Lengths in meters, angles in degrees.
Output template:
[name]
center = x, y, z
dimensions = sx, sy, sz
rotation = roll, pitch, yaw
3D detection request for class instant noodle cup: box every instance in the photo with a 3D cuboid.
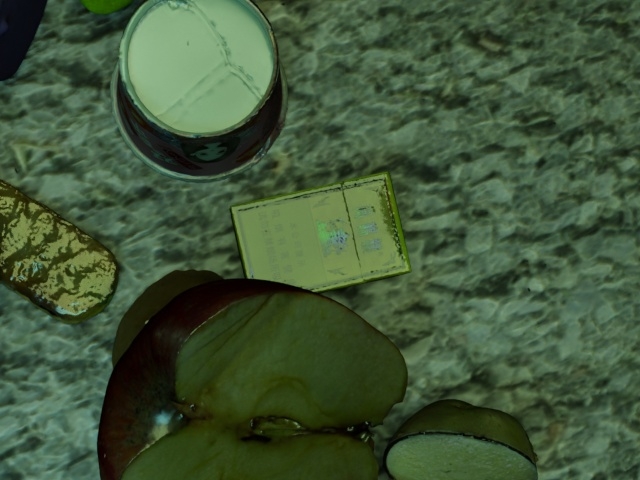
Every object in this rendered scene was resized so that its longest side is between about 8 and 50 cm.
[instant noodle cup]
center = -0.153, -0.203, 1.580
dimensions = 0.243, 0.231, 0.242
rotation = 0, 87, -5

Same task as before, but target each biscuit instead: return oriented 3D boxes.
[biscuit]
center = -0.380, 0.013, 1.640
dimensions = 0.247, 0.029, 0.118
rotation = 34, 81, -1

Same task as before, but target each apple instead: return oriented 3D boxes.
[apple]
center = -0.079, 0.208, 1.519
dimensions = 0.365, 0.329, 0.295
rotation = 7, 62, -29

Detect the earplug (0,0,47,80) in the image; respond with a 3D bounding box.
[earplug]
center = -0.581, -0.369, 1.572
dimensions = 0.456, 0.215, 0.215
rotation = 18, 84, 0

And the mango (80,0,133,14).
[mango]
center = -0.209, -0.444, 1.631
dimensions = 0.192, 0.156, 0.343
rotation = 36, 89, -15

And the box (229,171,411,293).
[box]
center = 0.000, 0.000, 1.662
dimensions = 0.220, 0.064, 0.141
rotation = -13, 87, -5

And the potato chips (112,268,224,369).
[potato chips]
center = -0.188, 0.130, 1.641
dimensions = 0.150, 0.049, 0.201
rotation = 46, 77, -6

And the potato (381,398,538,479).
[potato]
center = 0.184, 0.265, 1.629
dimensions = 0.202, 0.182, 0.117
rotation = 10, 48, -1
